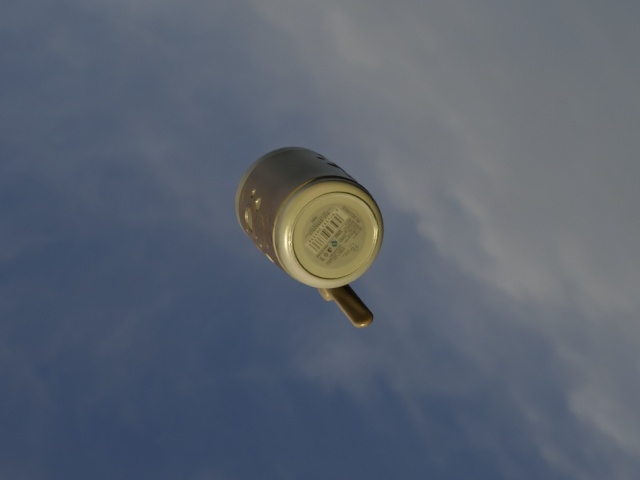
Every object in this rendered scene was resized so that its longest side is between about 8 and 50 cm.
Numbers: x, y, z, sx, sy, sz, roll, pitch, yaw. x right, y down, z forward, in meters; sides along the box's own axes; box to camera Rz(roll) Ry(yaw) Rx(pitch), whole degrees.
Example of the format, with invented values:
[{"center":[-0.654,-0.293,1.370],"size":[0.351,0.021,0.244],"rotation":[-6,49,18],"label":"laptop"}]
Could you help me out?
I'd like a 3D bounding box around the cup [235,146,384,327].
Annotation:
[{"center":[-0.008,-0.001,0.806],"size":[0.074,0.102,0.099],"rotation":[-2,-164,-17],"label":"cup"}]
